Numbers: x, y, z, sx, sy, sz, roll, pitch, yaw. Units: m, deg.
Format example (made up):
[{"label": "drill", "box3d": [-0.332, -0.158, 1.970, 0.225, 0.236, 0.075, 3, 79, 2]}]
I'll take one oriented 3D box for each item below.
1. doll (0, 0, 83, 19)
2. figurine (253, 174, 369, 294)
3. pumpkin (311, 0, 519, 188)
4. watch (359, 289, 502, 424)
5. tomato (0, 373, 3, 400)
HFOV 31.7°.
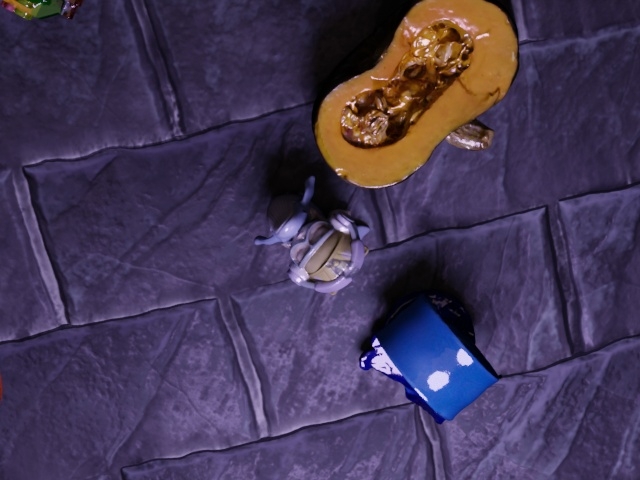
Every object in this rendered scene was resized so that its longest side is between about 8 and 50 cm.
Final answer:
[{"label": "doll", "box3d": [-0.384, -0.354, 1.463, 0.186, 0.106, 0.134, -2, 101, -5]}, {"label": "figurine", "box3d": [0.000, 0.000, 1.585, 0.128, 0.184, 0.208, -51, 148, 11]}, {"label": "pumpkin", "box3d": [0.142, -0.198, 1.550, 0.317, 0.139, 0.222, -44, 104, 7]}, {"label": "watch", "box3d": [0.168, 0.175, 1.637, 0.196, 0.200, 0.171, 38, 97, -11]}, {"label": "tomato", "box3d": [-0.565, 0.207, 1.575, 0.232, 0.188, 0.232, -2, 113, -4]}]
